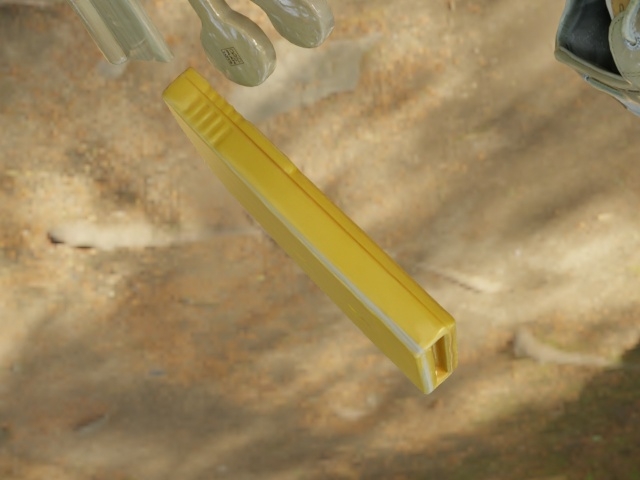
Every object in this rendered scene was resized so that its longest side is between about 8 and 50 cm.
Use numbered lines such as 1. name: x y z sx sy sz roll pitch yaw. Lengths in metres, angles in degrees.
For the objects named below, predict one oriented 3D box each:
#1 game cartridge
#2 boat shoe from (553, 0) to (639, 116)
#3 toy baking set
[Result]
1. game cartridge: 0.000 0.000 1.258 0.053 0.323 0.285 -42 167 -4
2. boat shoe: 0.182 -0.104 0.619 0.103 0.113 0.302 14 173 -2
3. toy baking set: -0.079 -0.164 0.542 0.197 0.030 0.256 22 146 26
